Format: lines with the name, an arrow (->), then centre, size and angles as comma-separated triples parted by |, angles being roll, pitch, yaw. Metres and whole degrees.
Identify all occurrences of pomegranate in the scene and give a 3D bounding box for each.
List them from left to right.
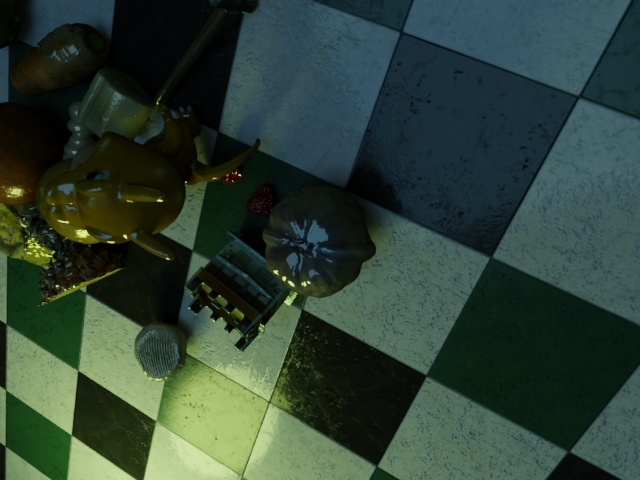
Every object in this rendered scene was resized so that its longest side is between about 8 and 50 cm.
pomegranate -> -0.870, -0.609, 1.308 | 0.190, 0.159, 0.240 | 23, 90, 5

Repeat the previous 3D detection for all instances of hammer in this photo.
hammer -> -0.287, -0.431, 1.145 | 0.365, 0.111, 0.043 | -35, 83, 38

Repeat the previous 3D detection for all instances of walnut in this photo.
walnut -> -0.002, 0.000, 1.096 | 0.249, 0.248, 0.248 | 9, 113, 22

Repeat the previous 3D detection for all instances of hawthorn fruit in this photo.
hawthorn fruit -> -0.824, -0.213, 1.371 | 0.298, 0.277, 0.277 | 37, 121, -10

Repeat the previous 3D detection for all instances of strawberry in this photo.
strawberry -> -0.142, -0.095, 1.216 | 0.074, 0.073, 0.083 | 14, 102, 19

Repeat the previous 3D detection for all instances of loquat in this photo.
loquat -> -0.618, -0.099, 1.307 | 0.244, 0.244, 0.243 | 9, 113, 22

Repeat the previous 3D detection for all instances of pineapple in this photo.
pineapple -> -0.734, 0.009, 1.435 | 0.263, 0.262, 0.271 | -22, 95, 30

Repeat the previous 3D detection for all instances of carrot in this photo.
carrot -> -0.671, -0.451, 1.287 | 0.302, 0.139, 0.138 | -12, 104, 34

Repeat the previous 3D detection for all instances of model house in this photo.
model house -> -0.194, 0.119, 1.237 | 0.224, 0.215, 0.198 | 37, 152, 9

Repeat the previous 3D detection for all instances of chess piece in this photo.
chess piece -> -0.650, -0.294, 1.360 | 0.094, 0.094, 0.170 | 16, 111, 18

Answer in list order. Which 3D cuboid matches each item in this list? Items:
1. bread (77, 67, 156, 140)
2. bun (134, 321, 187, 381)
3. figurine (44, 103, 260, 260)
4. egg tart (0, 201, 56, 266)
bread -> -0.505, -0.333, 1.250 | 0.148, 0.134, 0.141 | 40, 117, -8
bun -> -0.466, 0.328, 1.499 | 0.167, 0.113, 0.173 | 20, 93, 11
figurine -> -0.357, -0.146, 1.117 | 0.401, 0.387, 0.268 | -20, 115, 24
egg tart -> -0.929, -0.059, 1.554 | 0.346, 0.132, 0.345 | 10, 114, 23
